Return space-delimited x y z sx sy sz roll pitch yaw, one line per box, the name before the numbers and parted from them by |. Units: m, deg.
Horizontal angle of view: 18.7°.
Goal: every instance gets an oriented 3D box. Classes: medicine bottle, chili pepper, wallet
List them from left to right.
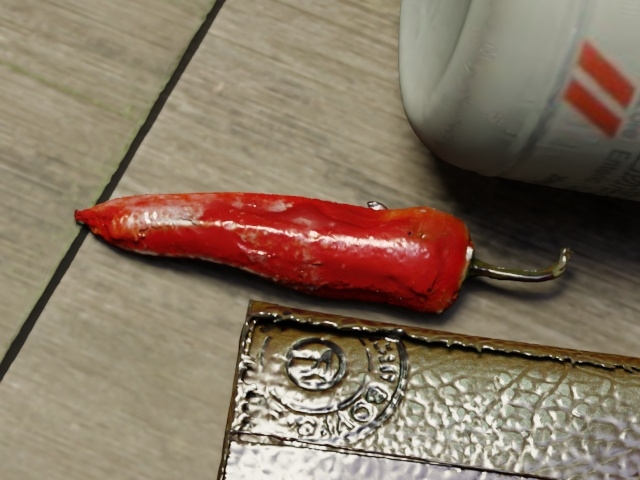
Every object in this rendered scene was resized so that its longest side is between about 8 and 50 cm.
chili pepper | 0.000 0.000 1.028 0.268 0.050 0.059 9 78 1
wallet | 0.073 0.104 0.986 0.243 0.039 0.133 9 62 0
medicine bottle | 0.212 -0.136 1.005 0.306 0.245 0.245 9 62 -9
